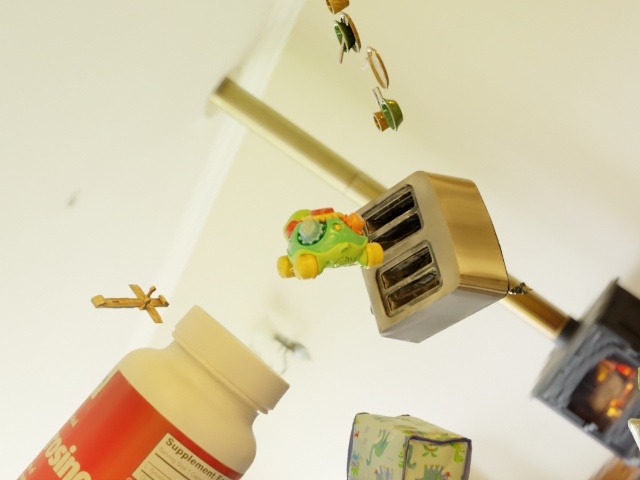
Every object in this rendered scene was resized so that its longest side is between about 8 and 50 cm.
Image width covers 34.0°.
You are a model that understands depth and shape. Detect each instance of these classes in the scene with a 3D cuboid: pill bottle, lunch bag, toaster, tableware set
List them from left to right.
[{"bbox_3d":[-0.235,0.295,1.395,0.408,0.229,0.229,-50,-8,-6],"label":"pill bottle"},{"bbox_3d":[0.041,-0.180,1.065,0.024,0.154,0.104,-24,5,-6],"label":"tableware set"},{"bbox_3d":[0.082,0.264,1.087,0.129,0.096,0.151,-172,88,-67],"label":"lunch bag"},{"bbox_3d":[0.134,0.019,1.277,0.110,0.168,0.185,8,-32,-45],"label":"toaster"}]

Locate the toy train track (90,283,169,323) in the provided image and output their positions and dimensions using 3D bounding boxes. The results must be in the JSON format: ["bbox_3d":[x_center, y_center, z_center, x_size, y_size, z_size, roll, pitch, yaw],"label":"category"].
[{"bbox_3d":[-0.159,0.050,0.893,0.083,0.048,0.014,3,-50,-53],"label":"toy train track"}]

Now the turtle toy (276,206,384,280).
[{"bbox_3d":[0.000,0.000,1.059,0.095,0.066,0.130,-10,5,-22],"label":"turtle toy"}]

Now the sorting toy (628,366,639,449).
[{"bbox_3d":[0.480,0.246,1.216,0.196,0.348,0.047,-17,29,25],"label":"sorting toy"}]
